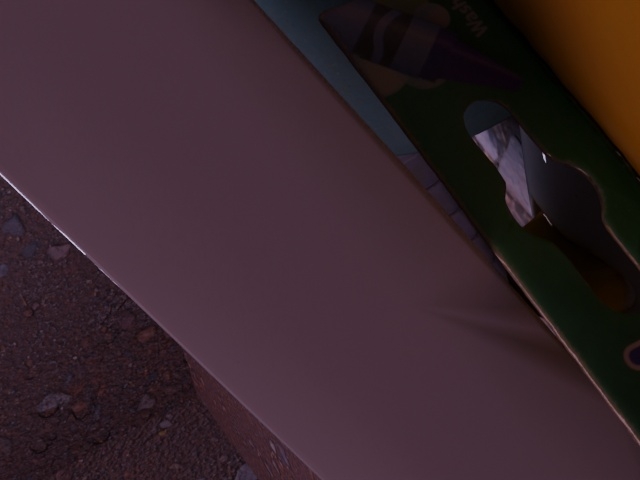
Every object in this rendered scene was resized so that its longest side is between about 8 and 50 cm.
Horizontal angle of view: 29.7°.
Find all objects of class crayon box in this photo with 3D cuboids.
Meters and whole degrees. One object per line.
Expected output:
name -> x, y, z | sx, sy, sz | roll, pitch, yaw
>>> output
crayon box -> 0.189, -0.087, 0.387 | 0.203, 0.323, 0.083 | 55, 161, 21

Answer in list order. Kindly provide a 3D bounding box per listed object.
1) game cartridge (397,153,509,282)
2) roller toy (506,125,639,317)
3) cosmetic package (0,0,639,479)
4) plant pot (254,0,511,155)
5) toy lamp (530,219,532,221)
game cartridge -> 0.037, -0.121, 0.948 | 0.230, 0.068, 0.355 | 43, -161, -48
roller toy -> 0.204, -0.039, 0.631 | 0.191, 0.209, 0.146 | 3, 131, 23
cosmetic package -> 0.000, 0.000, 0.504 | 0.377, 0.097, 0.284 | 46, -178, -18
plant pot -> 0.018, -0.245, 0.688 | 0.341, 0.341, 0.334 | 49, 165, 36
toy lamp -> 0.173, -0.001, 0.972 | 0.080, 0.080, 0.274 | 58, 162, 13
